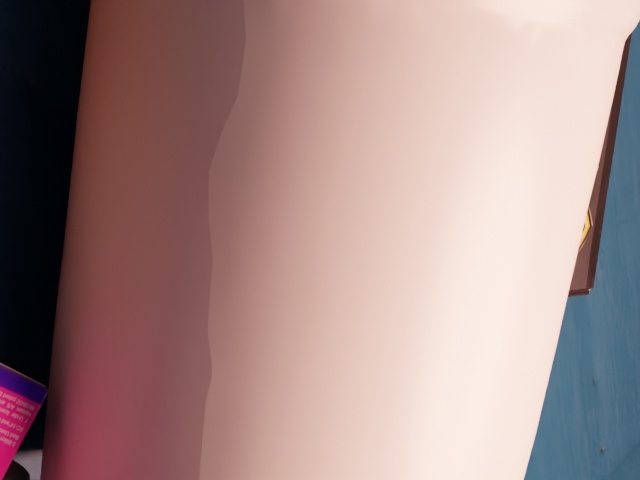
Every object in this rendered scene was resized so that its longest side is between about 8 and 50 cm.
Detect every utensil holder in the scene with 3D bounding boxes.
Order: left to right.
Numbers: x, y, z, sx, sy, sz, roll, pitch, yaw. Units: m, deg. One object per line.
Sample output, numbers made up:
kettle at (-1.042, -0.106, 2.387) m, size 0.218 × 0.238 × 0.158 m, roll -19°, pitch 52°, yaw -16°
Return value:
utensil holder at (0.000, 0.000, 0.721) m, size 0.327 × 0.327 × 0.385 m, roll -3°, pitch 107°, yaw -47°

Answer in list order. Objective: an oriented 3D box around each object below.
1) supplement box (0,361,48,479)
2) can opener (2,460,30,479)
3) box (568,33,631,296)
supplement box at (-0.267, 0.145, 0.631) m, size 0.114 × 0.111 × 0.220 m, roll 40°, pitch 73°, yaw -46°
can opener at (-0.197, 0.269, 0.685) m, size 0.076 × 0.095 × 0.283 m, roll 22°, pitch 53°, yaw -65°
box at (0.170, -0.089, 1.061) m, size 0.293 × 0.073 × 0.295 m, roll -2°, pitch 103°, yaw -48°
